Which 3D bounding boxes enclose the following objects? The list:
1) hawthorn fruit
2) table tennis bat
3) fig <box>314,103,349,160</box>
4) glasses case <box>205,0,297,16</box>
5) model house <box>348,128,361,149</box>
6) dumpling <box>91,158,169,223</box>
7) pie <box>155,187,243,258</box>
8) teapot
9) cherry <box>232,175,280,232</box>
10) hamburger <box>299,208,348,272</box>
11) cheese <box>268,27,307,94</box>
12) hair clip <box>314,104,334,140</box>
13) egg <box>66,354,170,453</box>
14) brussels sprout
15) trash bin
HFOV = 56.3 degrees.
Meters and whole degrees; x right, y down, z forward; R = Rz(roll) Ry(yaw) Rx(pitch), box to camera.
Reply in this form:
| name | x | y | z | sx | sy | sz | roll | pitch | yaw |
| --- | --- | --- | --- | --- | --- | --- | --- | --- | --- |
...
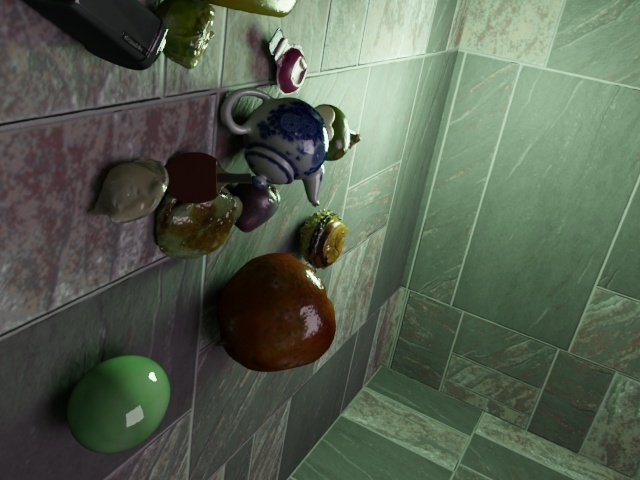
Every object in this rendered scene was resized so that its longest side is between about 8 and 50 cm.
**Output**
| name | x | y | z | sx | sy | sz | roll | pitch | yaw |
| --- | --- | --- | --- | --- | --- | --- | --- | --- | --- |
| hawthorn fruit | -0.166 | 0.249 | 1.936 | 0.403 | 0.403 | 0.402 | -48 | 150 | -41 |
| table tennis bat | -0.285 | -0.158 | 1.515 | 0.019 | 0.221 | 0.130 | 179 | -90 | -79 |
| fig | 0.023 | -0.363 | 2.060 | 0.181 | 0.191 | 0.181 | -26 | 159 | -11 |
| glasses case | -0.166 | -0.636 | 1.427 | 0.371 | 0.141 | 0.173 | -25 | 131 | -60 |
| model house | 0.083 | -0.369 | 2.212 | 0.148 | 0.149 | 0.119 | -8 | 118 | -62 |
| dumpling | -0.415 | -0.107 | 1.339 | 0.199 | 0.136 | 0.118 | -47 | 158 | -22 |
| pie | -0.334 | -0.058 | 1.627 | 0.257 | 0.106 | 0.274 | -47 | 149 | -14 |
| teapot | -0.117 | -0.263 | 1.717 | 0.424 | 0.252 | 0.279 | 43 | 67 | -32 |
| cherry | -0.202 | -0.113 | 1.800 | 0.176 | 0.140 | 0.176 | -48 | -179 | 2 |
| hamburger | 0.000 | 0.000 | 2.355 | 0.261 | 0.139 | 0.243 | -65 | 155 | -10 |
| cheese | -0.100 | -0.526 | 1.774 | 0.155 | 0.062 | 0.244 | -65 | 156 | -12 |
| hair clip | -0.047 | -0.359 | 1.949 | 0.218 | 0.159 | 0.071 | -47 | -162 | 10 |
| egg | -0.495 | 0.400 | 1.481 | 0.269 | 0.221 | 0.220 | -48 | 151 | -62 |
| brussels sprout | -0.303 | -0.463 | 1.302 | 0.149 | 0.122 | 0.151 | -62 | -172 | 17 |
| trash bin | -0.394 | -0.402 | 1.073 | 0.101 | 0.177 | 0.236 | -67 | 155 | -3 |
